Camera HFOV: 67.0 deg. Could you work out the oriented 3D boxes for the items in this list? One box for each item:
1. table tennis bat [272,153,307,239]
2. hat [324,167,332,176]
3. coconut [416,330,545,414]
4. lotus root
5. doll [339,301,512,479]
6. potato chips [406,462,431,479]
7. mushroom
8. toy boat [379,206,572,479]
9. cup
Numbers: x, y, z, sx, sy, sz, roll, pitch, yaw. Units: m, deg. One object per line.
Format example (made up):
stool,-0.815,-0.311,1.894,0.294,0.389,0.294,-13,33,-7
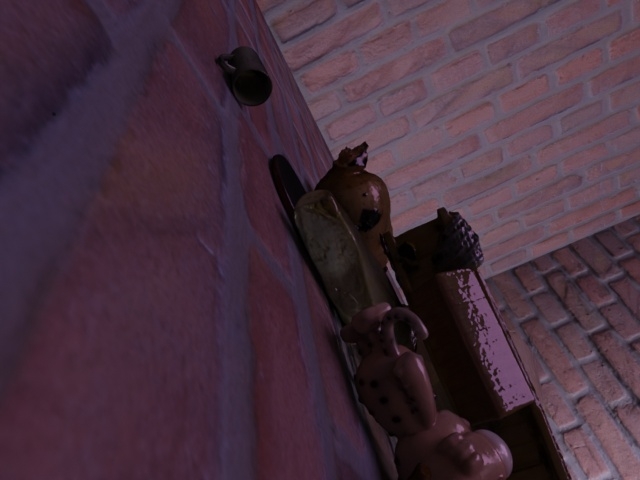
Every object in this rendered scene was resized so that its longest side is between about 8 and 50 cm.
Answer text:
table tennis bat,0.000,0.000,0.760,0.173,0.022,0.301,-93,157,-66
hat,0.094,-0.080,1.030,0.193,0.082,0.193,32,-44,38
coconut,0.246,0.269,0.824,0.245,0.244,0.247,63,27,-19
lotus root,0.063,-0.042,0.890,0.154,0.140,0.257,-131,-158,-69
doll,0.115,0.203,0.550,0.278,0.119,0.154,65,-27,10
potato chips,0.079,0.261,0.388,0.202,0.049,0.150,49,37,-63
mushroom,0.058,0.071,0.691,0.333,0.087,0.107,55,28,-41
toy boat,0.214,0.160,0.643,0.162,0.135,0.446,42,26,-68
cup,-0.111,-0.234,0.679,0.083,0.074,0.055,-111,-151,-43
